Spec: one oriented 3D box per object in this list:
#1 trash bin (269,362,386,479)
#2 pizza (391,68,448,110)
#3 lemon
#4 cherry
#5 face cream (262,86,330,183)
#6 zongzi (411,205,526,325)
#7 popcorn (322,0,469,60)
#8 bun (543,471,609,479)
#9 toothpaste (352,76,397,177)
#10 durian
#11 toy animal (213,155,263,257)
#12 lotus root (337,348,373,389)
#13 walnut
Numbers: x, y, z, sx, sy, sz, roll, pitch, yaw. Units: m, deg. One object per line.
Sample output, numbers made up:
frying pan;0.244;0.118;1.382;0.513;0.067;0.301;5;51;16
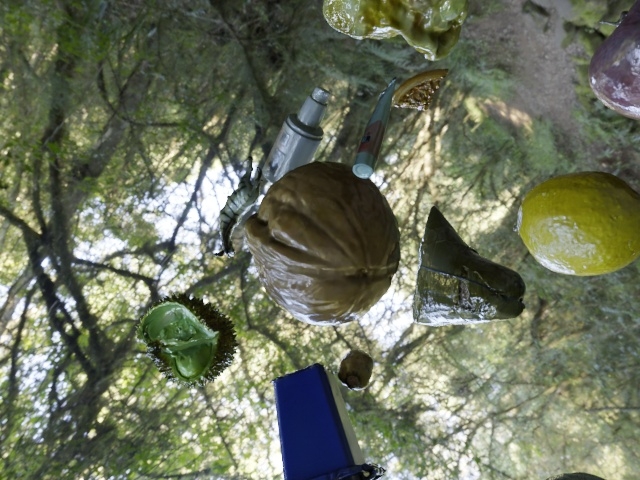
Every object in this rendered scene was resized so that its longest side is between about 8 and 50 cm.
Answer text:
trash bin;0.004;0.373;0.863;0.163;0.183;0.235;59;-168;-59
pizza;0.274;-0.405;1.238;0.131;0.178;0.041;61;-169;-57
lemon;0.266;-0.017;0.460;0.109;0.133;0.109;5;-99;-36
cherry;0.643;-0.334;0.790;0.221;0.261;0.307;0;-139;-45
face cream;-0.047;-0.245;1.049;0.101;0.252;0.101;22;-148;-15
zongzi;0.417;0.049;1.272;0.174;0.356;0.394;14;-104;-24
popcorn;0.166;-0.573;0.961;0.333;0.293;0.294;16;-130;12
bun;0.502;0.591;0.764;0.353;0.194;0.355;8;-150;-5
toothpaste;0.094;-0.191;0.745;0.036;0.056;0.205;28;-123;-16
durian;-0.310;0.239;1.057;0.236;0.200;0.177;31;163;15
toy animal;-0.194;-0.075;1.060;0.073;0.217;0.176;23;-151;-21
lotus root;0.075;0.271;0.937;0.072;0.063;0.152;27;-163;4
walnut;0.000;0.000;0.863;0.332;0.333;0.333;40;-159;-19
